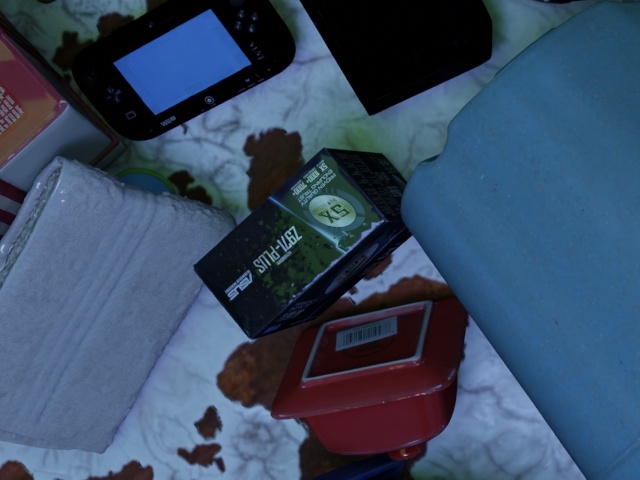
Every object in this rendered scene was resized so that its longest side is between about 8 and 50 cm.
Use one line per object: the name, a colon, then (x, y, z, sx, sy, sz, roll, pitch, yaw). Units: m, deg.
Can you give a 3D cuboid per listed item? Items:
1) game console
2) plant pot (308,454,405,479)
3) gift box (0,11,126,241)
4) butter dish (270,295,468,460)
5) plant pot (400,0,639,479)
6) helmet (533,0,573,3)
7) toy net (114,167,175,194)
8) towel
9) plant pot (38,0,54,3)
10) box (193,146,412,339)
game console: (-0.047, -0.178, 1.136, 0.361, 0.044, 0.213, -24, 111, 25)
plant pot: (0.058, 0.311, 1.076, 0.212, 0.236, 0.235, 25, 99, 20)
gift box: (-0.359, -0.093, 1.149, 0.276, 0.258, 0.255, -38, 84, 0)
butter dish: (0.057, 0.133, 1.118, 0.160, 0.160, 0.118, -14, 112, 17)
plant pot: (0.257, 0.021, 0.962, 0.341, 0.341, 0.334, -44, 73, 14)
helmet: (0.202, -0.263, 1.014, 0.170, 0.161, 0.169, 6, 110, 17)
toy net: (-0.210, 0.039, 1.233, 0.232, 0.045, 0.122, -38, 112, 18)
towel: (-0.211, 0.066, 1.156, 0.282, 0.187, 0.049, -57, 41, 18)
plant pot: (-0.234, -0.350, 1.137, 0.212, 0.187, 0.212, -21, 87, 17)
box: (0.000, 0.000, 1.093, 0.147, 0.180, 0.077, -42, 80, 14)
